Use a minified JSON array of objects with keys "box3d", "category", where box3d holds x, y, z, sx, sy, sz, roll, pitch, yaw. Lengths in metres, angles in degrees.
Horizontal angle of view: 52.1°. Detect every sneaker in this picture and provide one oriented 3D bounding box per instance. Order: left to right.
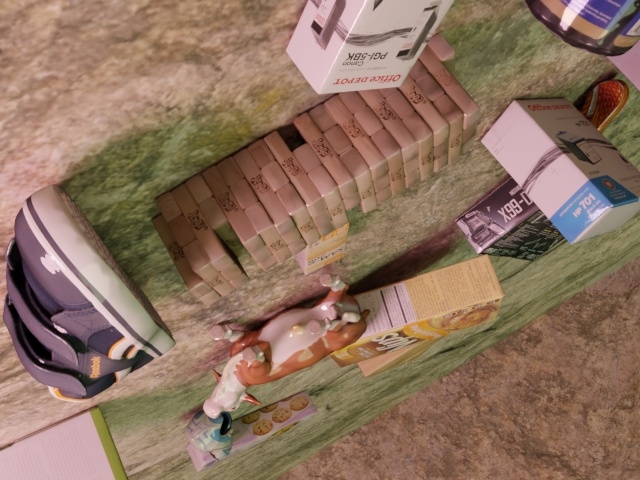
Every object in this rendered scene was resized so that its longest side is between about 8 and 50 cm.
[{"box3d":[-0.223,0.072,0.596,0.127,0.126,0.321,-32,160,-15],"category":"sneaker"},{"box3d":[-0.210,0.396,1.350,0.086,0.085,0.237,-36,162,-9],"category":"sneaker"},{"box3d":[0.399,-0.169,0.994,0.067,0.064,0.175,-16,156,-49],"category":"sneaker"}]

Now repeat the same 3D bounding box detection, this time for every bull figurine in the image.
[{"box3d":[-0.066,0.166,1.030,0.310,0.101,0.188,-30,156,-5],"category":"bull figurine"}]

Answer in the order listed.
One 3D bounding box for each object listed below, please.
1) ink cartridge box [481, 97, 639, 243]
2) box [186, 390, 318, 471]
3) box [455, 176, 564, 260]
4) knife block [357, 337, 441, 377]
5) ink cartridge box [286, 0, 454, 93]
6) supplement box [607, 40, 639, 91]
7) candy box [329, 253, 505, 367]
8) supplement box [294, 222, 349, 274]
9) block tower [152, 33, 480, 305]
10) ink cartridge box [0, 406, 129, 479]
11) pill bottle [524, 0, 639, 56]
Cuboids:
[{"box3d":[0.332,-0.099,0.879,0.139,0.191,0.082,-13,150,-40],"category":"ink cartridge box"},{"box3d":[-0.153,0.444,1.544,0.324,0.067,0.063,-13,150,-37],"category":"box"},{"box3d":[0.416,-0.065,1.191,0.242,0.076,0.307,-41,155,26],"category":"box"},{"box3d":[0.223,0.186,1.469,0.275,0.088,0.242,-9,148,-43],"category":"knife block"},{"box3d":[0.047,-0.183,0.508,0.099,0.056,0.135,-16,152,-37],"category":"ink cartridge box"},{"box3d":[0.482,-0.221,0.902,0.073,0.130,0.239,-45,154,29],"category":"supplement box"},{"box3d":[0.161,0.134,1.186,0.316,0.087,0.183,-18,158,4],"category":"candy box"},{"box3d":[0.000,0.000,0.855,0.062,0.036,0.098,-26,157,-14],"category":"supplement box"},{"box3d":[0.002,-0.066,0.647,0.335,0.097,0.091,-32,159,-3],"category":"block tower"},{"box3d":[-0.403,0.382,0.927,0.255,0.189,0.097,-21,157,-23],"category":"ink cartridge box"},{"box3d":[0.276,-0.272,0.536,0.123,0.123,0.219,-16,153,-35],"category":"pill bottle"}]
